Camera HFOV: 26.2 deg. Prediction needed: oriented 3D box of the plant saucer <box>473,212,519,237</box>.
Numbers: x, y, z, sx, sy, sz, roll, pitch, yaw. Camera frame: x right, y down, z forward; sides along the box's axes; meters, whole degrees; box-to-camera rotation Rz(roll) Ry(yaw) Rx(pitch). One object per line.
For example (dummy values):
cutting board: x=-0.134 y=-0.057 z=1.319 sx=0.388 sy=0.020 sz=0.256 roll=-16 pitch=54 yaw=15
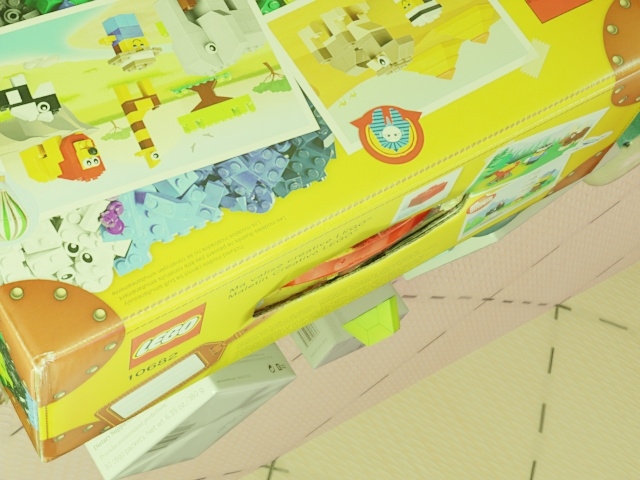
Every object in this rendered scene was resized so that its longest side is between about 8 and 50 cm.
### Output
plant saucer: x=0.182 y=-0.162 z=1.483 sx=0.044 sy=0.317 sz=0.317 roll=0 pitch=-174 yaw=36

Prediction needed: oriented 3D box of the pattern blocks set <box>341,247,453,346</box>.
pattern blocks set: x=0.000 y=0.000 z=1.659 sx=0.325 sy=0.285 sz=0.026 roll=-41 pitch=174 yaw=41

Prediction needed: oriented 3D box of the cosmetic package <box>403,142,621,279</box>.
cosmetic package: x=0.205 y=-0.115 z=1.716 sx=0.155 sy=0.197 sz=0.365 roll=-26 pitch=-176 yaw=41

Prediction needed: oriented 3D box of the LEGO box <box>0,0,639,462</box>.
LEGO box: x=-0.066 y=-0.135 z=0.999 sx=0.500 sy=0.372 sz=0.193 roll=-27 pitch=162 yaw=-21

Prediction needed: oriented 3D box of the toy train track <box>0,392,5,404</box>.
toy train track: x=-0.441 y=0.217 z=1.919 sx=0.083 sy=0.014 sz=0.048 roll=-27 pitch=156 yaw=-40

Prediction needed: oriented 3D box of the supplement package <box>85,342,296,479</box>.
supplement package: x=-0.200 y=0.084 z=1.498 sx=0.177 sy=0.293 sz=0.175 roll=-41 pitch=162 yaw=22

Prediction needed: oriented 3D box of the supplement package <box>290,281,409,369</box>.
supplement package: x=0.046 y=0.135 z=2.429 sx=0.179 sy=0.105 sz=0.105 roll=-21 pitch=159 yaw=-36

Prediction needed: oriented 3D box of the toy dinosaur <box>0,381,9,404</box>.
toy dinosaur: x=-0.428 y=0.164 z=1.758 sx=0.092 sy=0.053 sz=0.183 roll=-22 pitch=159 yaw=16

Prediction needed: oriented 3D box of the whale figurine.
whale figurine: x=0.484 y=-0.192 z=2.338 sx=0.216 sy=0.141 sz=0.272 roll=-36 pitch=-172 yaw=8
